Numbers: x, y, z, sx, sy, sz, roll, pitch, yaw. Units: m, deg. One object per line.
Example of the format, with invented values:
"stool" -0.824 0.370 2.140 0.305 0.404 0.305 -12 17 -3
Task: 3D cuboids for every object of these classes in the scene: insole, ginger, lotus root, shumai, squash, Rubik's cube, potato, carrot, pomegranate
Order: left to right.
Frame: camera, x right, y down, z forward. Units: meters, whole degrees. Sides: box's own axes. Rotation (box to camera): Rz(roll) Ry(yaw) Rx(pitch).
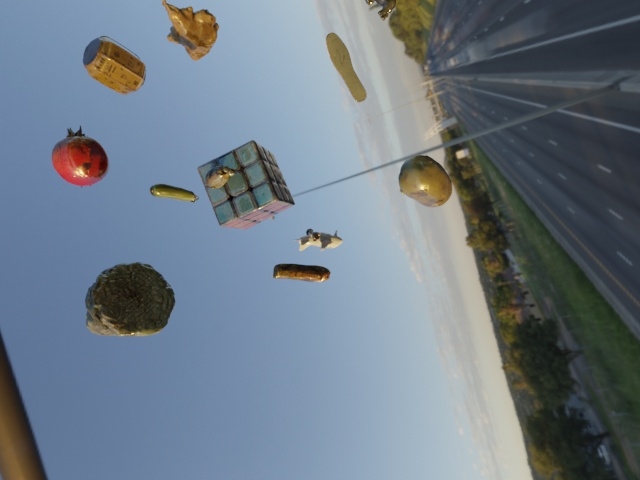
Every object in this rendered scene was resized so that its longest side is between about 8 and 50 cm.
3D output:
"pomegranate" -0.978 -0.339 1.691 0.210 0.210 0.235 4 -106 -70
"shumai" -0.698 0.263 1.477 0.304 0.263 0.309 53 -149 16
"squash" -0.519 -0.169 1.475 0.183 0.052 0.052 9 -116 -48
"ginger" -0.550 -0.904 1.748 0.123 0.219 0.270 60 -171 17
"lotus root" -0.422 -0.271 1.724 0.088 0.165 0.088 21 -121 -41
"Rubik's cube" -0.338 -0.247 1.933 0.301 0.305 0.304 66 -172 5
"carrot" -0.071 0.120 1.550 0.228 0.069 0.069 6 -118 -29
"insole" 0.068 -0.449 1.078 0.064 0.004 0.188 -38 -72 -23
"potato" 0.384 -0.207 1.485 0.262 0.165 0.165 21 -128 -44

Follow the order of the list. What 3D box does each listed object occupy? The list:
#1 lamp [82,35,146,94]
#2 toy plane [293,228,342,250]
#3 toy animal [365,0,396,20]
"lamp" -0.746 -0.633 1.505 0.185 0.161 0.161 27 -131 -56
"toy plane" 0.000 -0.005 2.102 0.251 0.255 0.101 -150 59 -62
"toy animal" 0.155 -0.700 1.176 0.135 0.065 0.047 43 -161 -4
